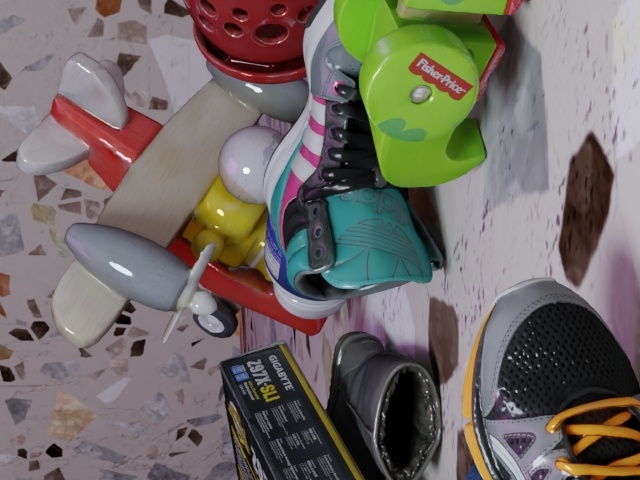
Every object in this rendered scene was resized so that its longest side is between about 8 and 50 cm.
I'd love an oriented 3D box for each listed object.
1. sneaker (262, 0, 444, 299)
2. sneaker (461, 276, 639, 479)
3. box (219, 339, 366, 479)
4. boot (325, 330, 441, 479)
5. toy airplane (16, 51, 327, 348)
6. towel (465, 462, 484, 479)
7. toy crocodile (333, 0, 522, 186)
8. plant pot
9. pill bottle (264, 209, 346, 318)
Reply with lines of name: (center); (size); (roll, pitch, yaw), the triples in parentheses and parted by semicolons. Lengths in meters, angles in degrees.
sneaker: (0.035, -0.052, 0.764); (0.295, 0.124, 0.178); (112, 147, -49)
sneaker: (0.122, 0.116, 0.418); (0.083, 0.084, 0.214); (125, 131, -72)
box: (0.002, 0.291, 0.928); (0.322, 0.079, 0.257); (-126, 26, -49)
boot: (0.055, 0.179, 0.909); (0.208, 0.076, 0.189); (-157, 62, -72)
toy airplane: (-0.141, -0.076, 1.160); (0.272, 0.384, 0.386); (-24, 72, 47)
towel: (0.115, 0.180, 0.618); (0.119, 0.029, 0.067); (-159, 67, -80)
toy crocodile: (0.077, -0.170, 0.569); (0.115, 0.105, 0.340); (-105, 19, -50)
plant pot: (-0.057, -0.269, 1.054); (0.174, 0.191, 0.191); (91, 172, -53)
pill bottle: (0.000, 0.000, 1.020); (0.186, 0.112, 0.112); (100, 164, -58)
